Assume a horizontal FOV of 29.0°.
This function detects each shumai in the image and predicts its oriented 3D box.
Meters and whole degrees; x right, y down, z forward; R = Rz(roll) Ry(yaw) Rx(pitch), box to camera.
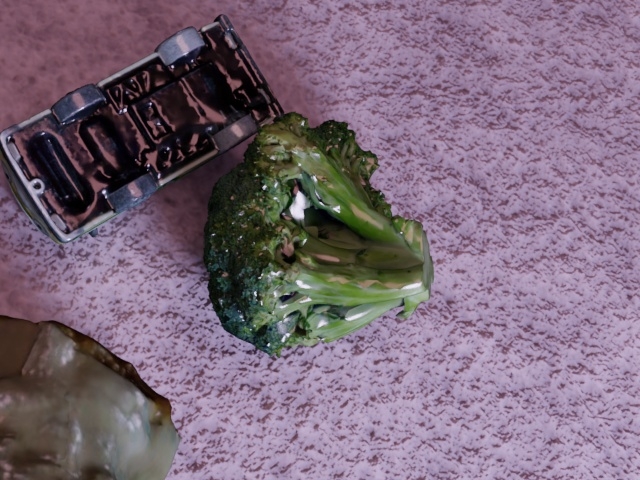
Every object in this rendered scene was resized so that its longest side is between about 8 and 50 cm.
[{"bbox_3d":[-0.279,0.240,1.107,0.398,0.324,0.323,21,54,-19],"label":"shumai"}]

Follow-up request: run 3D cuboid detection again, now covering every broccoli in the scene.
[{"bbox_3d":[0.000,0.000,1.280,0.245,0.294,0.265,8,113,13],"label":"broccoli"}]

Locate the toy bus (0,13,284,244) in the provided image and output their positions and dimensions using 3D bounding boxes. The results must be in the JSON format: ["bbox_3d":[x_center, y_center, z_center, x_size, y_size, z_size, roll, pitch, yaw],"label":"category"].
[{"bbox_3d":[-0.196,-0.105,1.285,0.276,0.165,0.133,-32,93,-24],"label":"toy bus"}]
